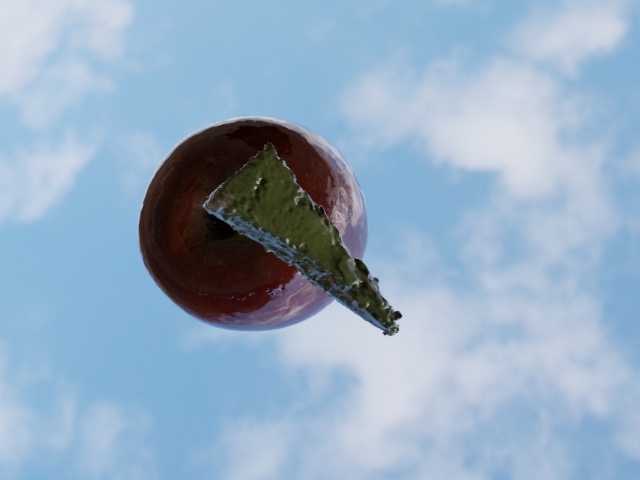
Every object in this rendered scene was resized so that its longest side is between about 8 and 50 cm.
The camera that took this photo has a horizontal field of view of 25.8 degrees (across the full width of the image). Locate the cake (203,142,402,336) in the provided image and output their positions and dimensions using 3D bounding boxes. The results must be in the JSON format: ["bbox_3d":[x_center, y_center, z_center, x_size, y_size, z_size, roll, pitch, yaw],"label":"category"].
[{"bbox_3d":[0.000,0.000,0.826,0.055,0.140,0.051,-55,-172,-13],"label":"cake"}]

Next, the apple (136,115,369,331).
[{"bbox_3d":[-0.053,-0.011,1.122,0.181,0.168,0.181,-2,-100,10],"label":"apple"}]
